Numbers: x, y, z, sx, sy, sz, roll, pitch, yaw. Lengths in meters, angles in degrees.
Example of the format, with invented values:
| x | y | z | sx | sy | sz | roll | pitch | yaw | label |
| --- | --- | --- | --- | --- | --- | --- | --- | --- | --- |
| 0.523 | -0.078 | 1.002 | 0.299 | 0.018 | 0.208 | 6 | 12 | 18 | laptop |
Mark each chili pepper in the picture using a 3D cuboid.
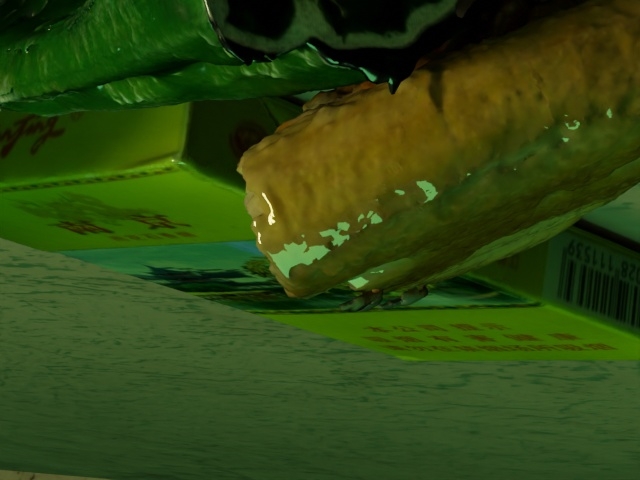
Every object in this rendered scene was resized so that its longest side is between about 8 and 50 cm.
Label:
| x | y | z | sx | sy | sz | roll | pitch | yaw | label |
| --- | --- | --- | --- | --- | --- | --- | --- | --- | --- |
| -0.053 | -0.061 | 0.573 | 0.088 | 0.059 | 0.227 | 10 | 171 | -31 | chili pepper |

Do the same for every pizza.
| x | y | z | sx | sy | sz | roll | pitch | yaw | label |
| --- | --- | --- | --- | --- | --- | --- | --- | --- | --- |
| 0.054 | -0.033 | 0.593 | 0.154 | 0.069 | 0.194 | -26 | 174 | 1 | pizza |

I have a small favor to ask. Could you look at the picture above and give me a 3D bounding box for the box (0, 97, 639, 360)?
| x | y | z | sx | sy | sz | roll | pitch | yaw | label |
| --- | --- | --- | --- | --- | --- | --- | --- | --- | --- |
| 0.000 | 0.000 | 0.852 | 0.187 | 0.047 | 0.335 | -3 | 163 | 44 | box |
